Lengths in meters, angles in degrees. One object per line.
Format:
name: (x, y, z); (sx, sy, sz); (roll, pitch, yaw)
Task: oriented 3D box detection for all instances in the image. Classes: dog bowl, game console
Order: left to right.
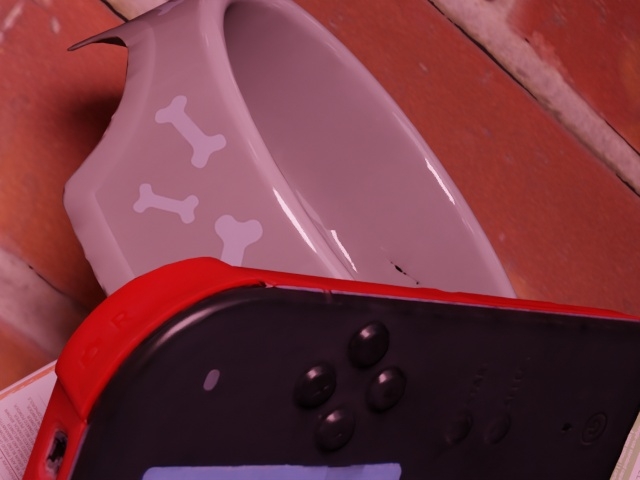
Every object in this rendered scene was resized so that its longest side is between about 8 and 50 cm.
game console: (-0.012, 0.197, 0.748); (0.342, 0.387, 0.060); (9, 19, -38)
dog bowl: (0.000, 0.000, 0.898); (0.349, 0.102, 0.349); (46, 21, -23)

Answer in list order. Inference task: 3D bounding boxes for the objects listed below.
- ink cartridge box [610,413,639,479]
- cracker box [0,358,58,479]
ink cartridge box: (0.278, 0.240, 1.076); (0.235, 0.056, 0.171); (27, 68, 0)
cracker box: (-0.191, 0.135, 0.730); (0.232, 0.155, 0.067); (-29, 86, -46)
